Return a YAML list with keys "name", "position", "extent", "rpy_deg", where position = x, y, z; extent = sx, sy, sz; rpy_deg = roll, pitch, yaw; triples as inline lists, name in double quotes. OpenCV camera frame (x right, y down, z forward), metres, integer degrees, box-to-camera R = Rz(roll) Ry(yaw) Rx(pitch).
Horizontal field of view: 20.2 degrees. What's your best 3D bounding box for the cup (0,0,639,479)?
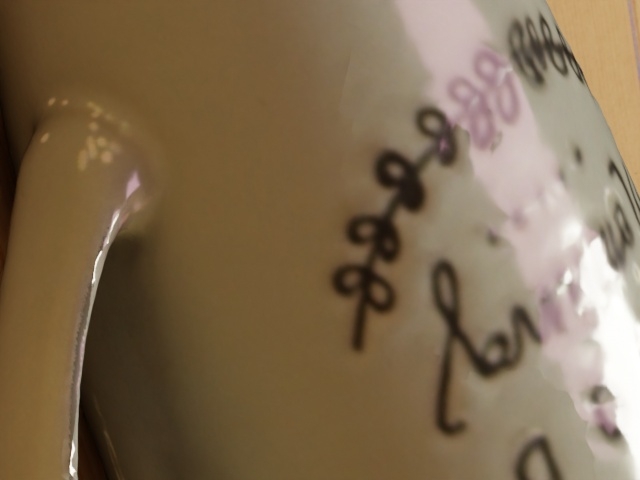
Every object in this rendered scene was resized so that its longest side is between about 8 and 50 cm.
- name: "cup"
  position: [-0.016, 0.016, 0.514]
  extent: [0.258, 0.186, 0.234]
  rpy_deg: [-47, 124, -43]
